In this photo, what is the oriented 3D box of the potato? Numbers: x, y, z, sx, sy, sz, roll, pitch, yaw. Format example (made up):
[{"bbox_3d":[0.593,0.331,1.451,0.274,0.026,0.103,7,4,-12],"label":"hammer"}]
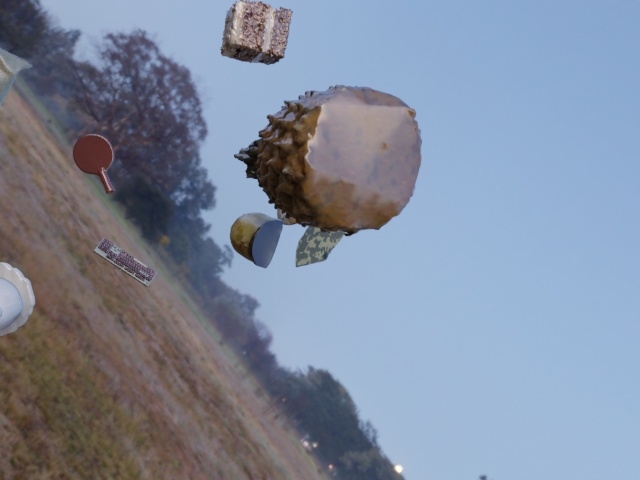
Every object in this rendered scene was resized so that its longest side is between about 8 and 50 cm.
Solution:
[{"bbox_3d":[-0.133,-0.010,1.090,0.103,0.096,0.066,15,-9,37],"label":"potato"}]

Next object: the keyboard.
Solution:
[{"bbox_3d":[-0.516,0.058,1.595,0.166,0.055,0.017,36,-41,-13],"label":"keyboard"}]

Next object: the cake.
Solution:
[{"bbox_3d":[-0.161,-0.512,1.480,0.135,0.147,0.134,-170,-89,-69],"label":"cake"}]

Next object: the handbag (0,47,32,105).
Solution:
[{"bbox_3d":[-0.875,-0.351,1.408,0.253,0.316,0.109,27,19,-45],"label":"handbag"}]

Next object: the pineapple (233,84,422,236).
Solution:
[{"bbox_3d":[-0.020,-0.123,0.875,0.362,0.202,0.202,22,-36,61],"label":"pineapple"}]

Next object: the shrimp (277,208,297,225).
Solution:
[{"bbox_3d":[-0.039,-0.116,1.738,0.148,0.195,0.035,-107,173,-52],"label":"shrimp"}]

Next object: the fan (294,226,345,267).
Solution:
[{"bbox_3d":[0.000,0.000,1.768,0.240,0.009,0.131,-37,-119,33],"label":"fan"}]

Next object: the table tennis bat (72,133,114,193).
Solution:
[{"bbox_3d":[-0.552,-0.190,1.495,0.019,0.098,0.154,176,-110,-82],"label":"table tennis bat"}]

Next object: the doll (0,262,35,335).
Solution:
[{"bbox_3d":[-0.485,0.098,0.817,0.293,0.138,0.119,-130,-152,-81],"label":"doll"}]
